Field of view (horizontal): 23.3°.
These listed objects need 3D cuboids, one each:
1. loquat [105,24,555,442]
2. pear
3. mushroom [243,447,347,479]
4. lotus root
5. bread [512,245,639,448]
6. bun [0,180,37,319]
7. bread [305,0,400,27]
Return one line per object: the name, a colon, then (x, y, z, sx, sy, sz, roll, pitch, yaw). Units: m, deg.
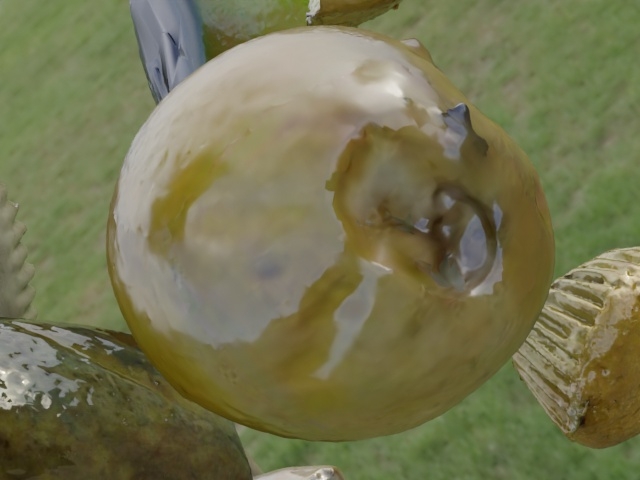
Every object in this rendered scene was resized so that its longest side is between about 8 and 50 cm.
loquat: (0.000, 0.000, 0.837, 0.244, 0.244, 0.244, -38, 19, 16)
pear: (-0.112, -0.237, 1.816, 0.165, 0.399, 0.399, -20, 9, -24)
mushroom: (-0.110, 0.283, 1.416, 0.290, 0.292, 0.292, -9, 36, 37)
lotus root: (-0.238, 0.176, 1.085, 0.250, 0.346, 0.250, -11, 76, 51)
bread: (0.323, 0.109, 1.672, 0.240, 0.240, 0.139, -47, 47, -10)
bun: (-0.378, 0.033, 1.401, 0.234, 0.362, 0.326, -15, 28, -20)
bread: (0.061, -0.307, 1.352, 0.160, 0.147, 0.260, 121, 152, -78)
